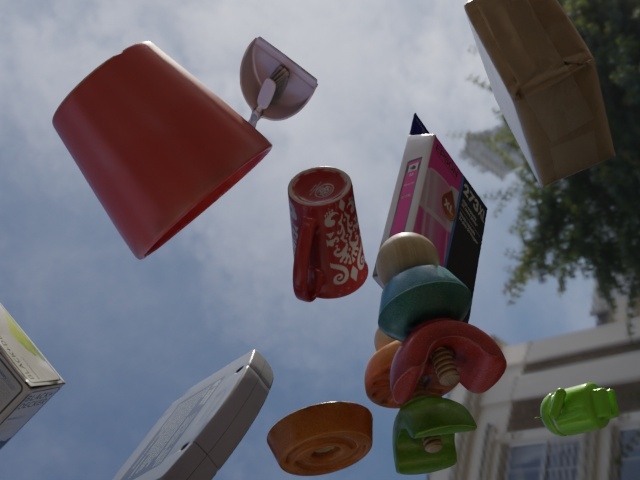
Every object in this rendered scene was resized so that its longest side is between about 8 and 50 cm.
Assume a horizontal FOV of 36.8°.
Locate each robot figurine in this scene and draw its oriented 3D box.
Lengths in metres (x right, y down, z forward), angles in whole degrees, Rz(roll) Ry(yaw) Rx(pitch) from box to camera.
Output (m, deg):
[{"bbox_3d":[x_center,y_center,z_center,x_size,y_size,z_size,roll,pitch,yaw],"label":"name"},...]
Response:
[{"bbox_3d":[0.368,0.244,1.383,0.101,0.115,0.067,13,-119,-45],"label":"robot figurine"}]

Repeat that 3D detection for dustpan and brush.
[{"bbox_3d":[-0.103,-0.258,1.786,0.147,0.211,0.060,37,-123,3],"label":"dustpan and brush"}]

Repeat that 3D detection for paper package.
[{"bbox_3d":[0.439,-0.321,1.928,0.325,0.168,0.309,53,-164,-52],"label":"paper package"}]

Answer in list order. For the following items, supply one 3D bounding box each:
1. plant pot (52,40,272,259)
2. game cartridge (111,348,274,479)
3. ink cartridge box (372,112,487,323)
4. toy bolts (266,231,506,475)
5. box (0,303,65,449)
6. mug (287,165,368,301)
[{"bbox_3d":[-0.251,-0.145,1.448,0.243,0.275,0.275,49,-132,-3],"label":"plant pot"},{"bbox_3d":[-0.171,0.261,1.251,0.062,0.198,0.297,55,-151,-11],"label":"game cartridge"},{"bbox_3d":[0.180,-0.029,1.475,0.176,0.069,0.371,49,-143,-30],"label":"ink cartridge box"},{"bbox_3d":[0.055,0.104,0.911,0.218,0.228,0.158,-1,-129,-18],"label":"toy bolts"},{"bbox_3d":[-0.482,0.219,1.205,0.169,0.290,0.087,45,-173,14],"label":"box"},{"bbox_3d":[0.010,-0.003,1.382,0.150,0.113,0.169,-97,0,-50],"label":"mug"}]
